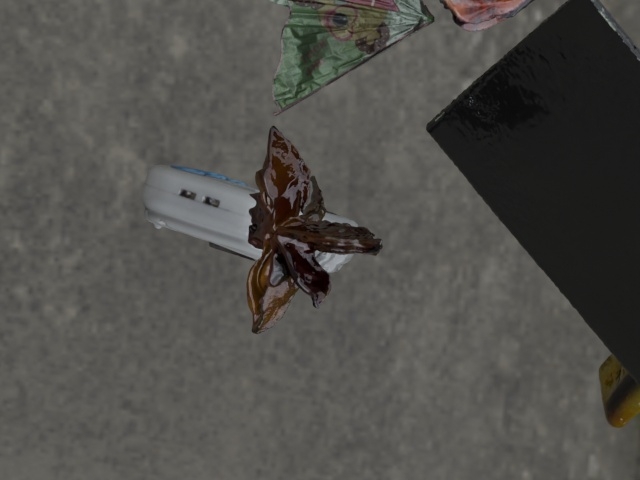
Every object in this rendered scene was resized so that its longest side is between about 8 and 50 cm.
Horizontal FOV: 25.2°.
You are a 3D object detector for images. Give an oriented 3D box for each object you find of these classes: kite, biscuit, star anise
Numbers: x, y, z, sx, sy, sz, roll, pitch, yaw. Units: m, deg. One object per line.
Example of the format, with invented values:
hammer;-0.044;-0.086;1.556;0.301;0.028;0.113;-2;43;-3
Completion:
kite;0.008;-0.295;1.728;0.013;0.268;0.323;-63;163;-65
biscuit;0.324;0.073;1.429;0.174;0.039;0.183;118;-21;-55
star anise;-0.002;-0.010;1.204;0.144;0.158;0.140;-9;61;-50

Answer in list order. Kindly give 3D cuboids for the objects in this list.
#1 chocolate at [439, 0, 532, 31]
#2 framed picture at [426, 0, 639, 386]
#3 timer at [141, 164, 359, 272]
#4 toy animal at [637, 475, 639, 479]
chocolate;0.197;-0.347;1.734;0.147;0.221;0.221;79;21;-77
framed picture;0.233;-0.008;1.066;0.013;0.244;0.324;-40;90;-28
timer;-0.087;-0.024;1.776;0.262;0.237;0.087;11;97;-68
toy animal;0.262;0.168;0.950;0.253;0.079;0.070;118;-14;-62
